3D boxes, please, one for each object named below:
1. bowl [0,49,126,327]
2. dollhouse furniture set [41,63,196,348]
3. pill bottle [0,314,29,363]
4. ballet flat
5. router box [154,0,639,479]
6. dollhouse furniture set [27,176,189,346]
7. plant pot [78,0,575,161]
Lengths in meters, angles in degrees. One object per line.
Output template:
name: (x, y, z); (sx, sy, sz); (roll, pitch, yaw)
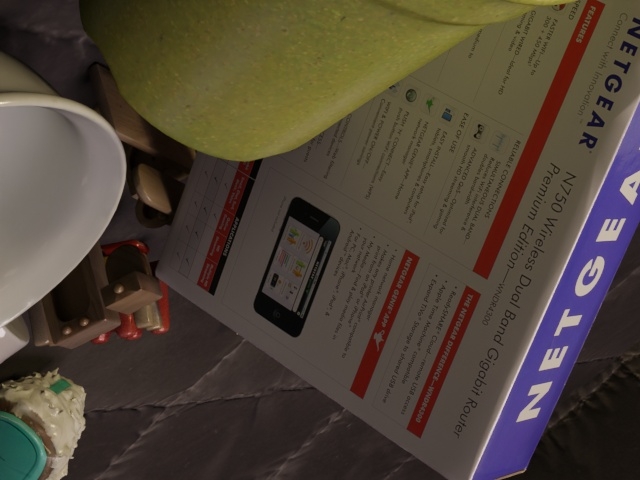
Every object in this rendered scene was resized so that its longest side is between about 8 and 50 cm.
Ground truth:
bowl: (-0.280, -0.032, 0.949); (0.298, 0.134, 0.298); (-30, 160, -12)
dollhouse furniture set: (-0.177, -0.020, 1.159); (0.151, 0.144, 0.123); (-25, 158, 18)
pill bottle: (-0.339, 0.100, 1.168); (0.221, 0.121, 0.121); (-35, 160, 1)
ballet flat: (-0.358, 0.272, 1.529); (0.409, 0.147, 0.147); (-44, 158, 26)
router box: (0.063, -0.054, 1.039); (0.082, 0.301, 0.335); (-4, 121, -54)
dollhouse furniture set: (-0.060, -0.012, 1.341); (0.374, 0.152, 0.201); (-10, 175, 1)
plant pot: (-0.006, -0.183, 0.892); (0.276, 0.276, 0.254); (-14, 162, -44)
